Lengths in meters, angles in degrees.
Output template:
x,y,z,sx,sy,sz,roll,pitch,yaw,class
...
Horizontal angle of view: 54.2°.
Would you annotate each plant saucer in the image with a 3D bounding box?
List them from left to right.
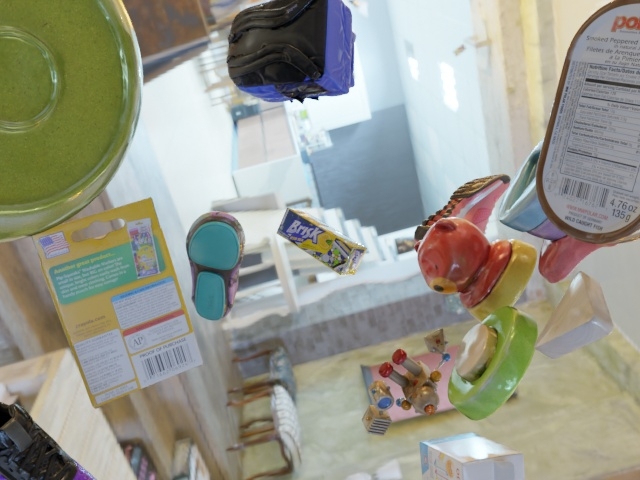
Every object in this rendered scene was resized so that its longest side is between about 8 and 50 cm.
x,y,z,sx,sy,sz,roll,pitch,yaw,class
-0.218,-0.111,0.430,0.037,0.241,0.241,16,-47,40,plant saucer

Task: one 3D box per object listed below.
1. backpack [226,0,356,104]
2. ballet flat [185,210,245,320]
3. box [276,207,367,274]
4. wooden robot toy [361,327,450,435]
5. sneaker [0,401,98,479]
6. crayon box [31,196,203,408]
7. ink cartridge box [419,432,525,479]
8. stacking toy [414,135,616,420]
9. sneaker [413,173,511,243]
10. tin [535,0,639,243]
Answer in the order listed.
x,y,z,sx,sy,sz,roll,pitch,yaw,class
-0.029,-0.183,0.630,0.101,0.120,0.098,21,71,-61,backpack
-0.136,0.019,0.836,0.222,0.076,0.079,103,1,-49,ballet flat
0.000,0.000,1.170,0.168,0.059,0.054,32,14,31,box
0.116,0.196,0.805,0.076,0.173,0.079,34,16,-29,wooden robot toy
-0.412,0.308,0.867,0.102,0.293,0.146,-48,159,-50,sneaker
-0.351,0.101,1.094,0.083,0.203,0.323,23,-51,62,crayon box
0.204,0.320,0.829,0.143,0.089,0.092,159,-73,-73,ink cartridge box
0.194,0.024,0.686,0.280,0.130,0.309,-59,-179,-42,stacking toy
0.376,-0.050,1.592,0.136,0.313,0.116,56,-17,-16,sneaker
0.228,-0.088,0.477,0.106,0.040,0.190,25,-67,43,tin
